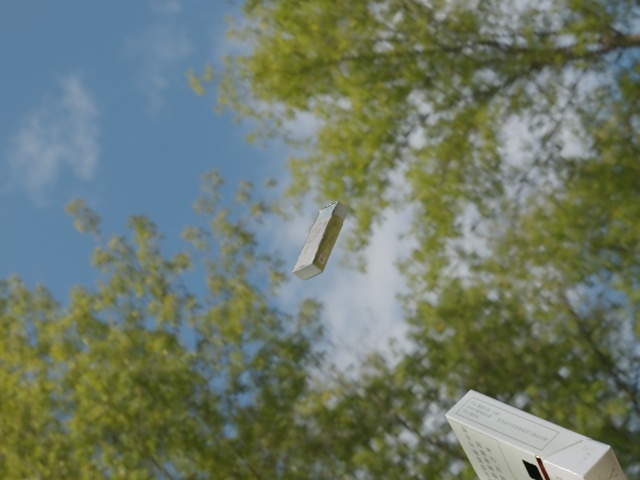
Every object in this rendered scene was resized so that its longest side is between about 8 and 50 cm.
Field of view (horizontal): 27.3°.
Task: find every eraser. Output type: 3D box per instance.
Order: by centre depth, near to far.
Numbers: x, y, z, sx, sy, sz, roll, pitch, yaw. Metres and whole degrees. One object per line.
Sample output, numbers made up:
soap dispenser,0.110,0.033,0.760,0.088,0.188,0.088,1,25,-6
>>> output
eraser,0.000,0.000,1.346,0.019,0.038,0.083,37,-124,-19

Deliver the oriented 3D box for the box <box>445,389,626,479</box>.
box,0.172,0.175,1.021,0.040,0.154,0.084,-38,-60,-22
